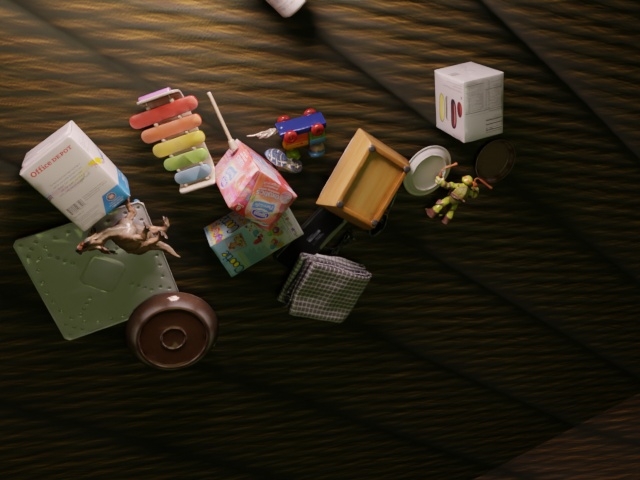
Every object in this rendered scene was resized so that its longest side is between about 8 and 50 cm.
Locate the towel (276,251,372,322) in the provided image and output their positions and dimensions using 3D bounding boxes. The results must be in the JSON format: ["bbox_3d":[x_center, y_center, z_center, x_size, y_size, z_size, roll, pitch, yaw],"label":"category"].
[{"bbox_3d":[0.017,0.174,2.110,0.284,0.121,0.235,13,119,-32],"label":"towel"}]

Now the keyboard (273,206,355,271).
[{"bbox_3d":[0.000,0.000,2.092,0.317,0.033,0.201,-45,121,7],"label":"keyboard"}]

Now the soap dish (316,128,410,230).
[{"bbox_3d":[0.154,-0.195,1.979,0.229,0.118,0.290,27,96,-30],"label":"soap dish"}]

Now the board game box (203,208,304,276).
[{"bbox_3d":[-0.220,-0.031,1.923,0.275,0.142,0.144,-31,123,-4],"label":"board game box"}]

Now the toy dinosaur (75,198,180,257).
[{"bbox_3d":[-0.574,-0.002,1.763,0.200,0.127,0.296,-41,140,15],"label":"toy dinosaur"}]

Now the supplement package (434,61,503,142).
[{"bbox_3d":[0.489,-0.461,1.941,0.149,0.194,0.203,-16,120,-12],"label":"supplement package"}]

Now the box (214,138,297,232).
[{"bbox_3d":[-0.207,-0.171,1.762,0.154,0.300,0.142,34,100,-32],"label":"box"}]

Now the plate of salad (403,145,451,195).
[{"bbox_3d":[0.377,-0.252,2.095,0.200,0.048,0.199,-16,130,-19],"label":"plate of salad"}]

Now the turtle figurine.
[{"bbox_3d":[0.503,-0.158,2.149,0.270,0.087,0.217,12,126,-36],"label":"turtle figurine"}]

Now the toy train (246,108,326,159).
[{"bbox_3d":[-0.102,-0.312,1.861,0.248,0.105,0.143,-16,138,-7],"label":"toy train"}]

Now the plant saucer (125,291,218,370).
[{"bbox_3d":[-0.499,0.321,1.985,0.311,0.050,0.310,-6,114,-14],"label":"plant saucer"}]

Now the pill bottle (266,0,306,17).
[{"bbox_3d":[-0.138,-0.734,1.595,0.229,0.131,0.131,35,100,-32],"label":"pill bottle"}]

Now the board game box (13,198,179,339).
[{"bbox_3d":[-0.692,0.094,1.862,0.390,0.050,0.389,-20,122,-11],"label":"board game box"}]

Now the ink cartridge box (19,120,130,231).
[{"bbox_3d":[-0.685,-0.183,1.649,0.171,0.168,0.232,-37,123,0],"label":"ink cartridge box"}]

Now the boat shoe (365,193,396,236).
[{"bbox_3d":[0.222,-0.098,2.093,0.065,0.083,0.183,29,103,-31],"label":"boat shoe"}]

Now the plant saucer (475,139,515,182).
[{"bbox_3d":[0.646,-0.298,2.185,0.169,0.029,0.168,-9,119,-17],"label":"plant saucer"}]

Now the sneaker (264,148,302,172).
[{"bbox_3d":[-0.126,-0.245,1.861,0.135,0.058,0.052,25,65,-32],"label":"sneaker"}]

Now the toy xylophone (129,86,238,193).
[{"bbox_3d":[-0.390,-0.308,1.721,0.236,0.081,0.322,-24,119,10],"label":"toy xylophone"}]
